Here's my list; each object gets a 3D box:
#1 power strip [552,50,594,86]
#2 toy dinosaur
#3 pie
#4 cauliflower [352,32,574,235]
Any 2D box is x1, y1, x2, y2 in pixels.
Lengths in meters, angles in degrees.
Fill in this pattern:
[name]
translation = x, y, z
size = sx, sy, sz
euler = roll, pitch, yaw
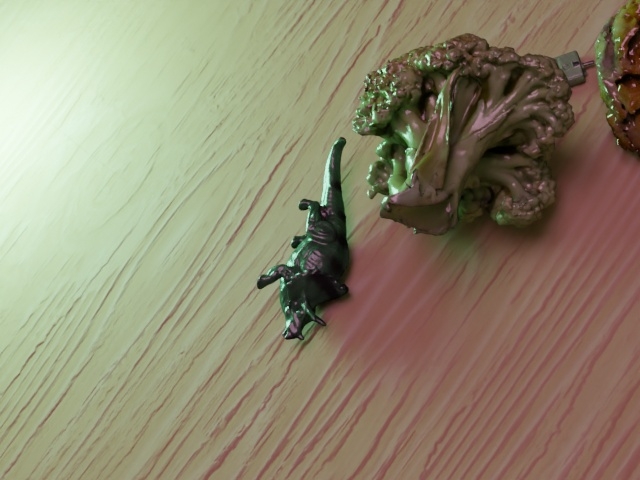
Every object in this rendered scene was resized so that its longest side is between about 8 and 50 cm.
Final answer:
[power strip]
translation = 0.311, -0.225, 1.474
size = 0.136, 0.019, 0.051
euler = -17, 57, 20
[toy dinosaur]
translation = -0.017, 0.002, 1.499
size = 0.120, 0.079, 0.292
euler = -6, 65, 20
[pie]
translation = 0.480, -0.231, 1.346
size = 0.308, 0.085, 0.308
euler = -13, 60, 23
[cauliflower]
translation = 0.177, -0.105, 1.359
size = 0.327, 0.260, 0.281
euler = -35, 42, 52
